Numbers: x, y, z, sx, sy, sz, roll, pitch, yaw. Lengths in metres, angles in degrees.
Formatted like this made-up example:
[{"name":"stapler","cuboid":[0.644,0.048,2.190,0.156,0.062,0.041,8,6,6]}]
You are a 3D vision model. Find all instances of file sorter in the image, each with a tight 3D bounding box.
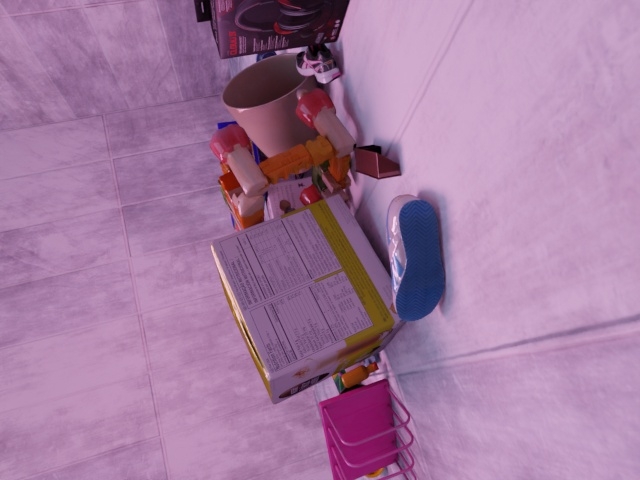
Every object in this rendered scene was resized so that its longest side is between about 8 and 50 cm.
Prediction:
[{"name":"file sorter","cuboid":[0.139,0.567,1.226,0.182,0.202,0.290,-138,36,-65]}]

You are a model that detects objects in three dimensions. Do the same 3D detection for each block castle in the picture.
[{"name":"block castle","cuboid":[-0.095,-0.145,1.169,0.212,0.303,0.453,58,165,22]}]

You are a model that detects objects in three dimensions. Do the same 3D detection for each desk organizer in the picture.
[{"name":"desk organizer","cuboid":[0.108,-0.155,0.899,0.130,0.047,0.050,-135,35,-68]}]

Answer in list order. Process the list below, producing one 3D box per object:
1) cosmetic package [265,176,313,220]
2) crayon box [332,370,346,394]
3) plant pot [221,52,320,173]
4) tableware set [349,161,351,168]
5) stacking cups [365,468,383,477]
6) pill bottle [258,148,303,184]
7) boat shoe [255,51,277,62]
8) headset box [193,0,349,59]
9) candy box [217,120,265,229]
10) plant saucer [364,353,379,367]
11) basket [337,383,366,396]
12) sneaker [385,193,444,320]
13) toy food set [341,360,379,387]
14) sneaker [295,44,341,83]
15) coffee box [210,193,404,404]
[{"name":"cosmetic package","cuboid":[-0.076,-0.110,1.483,0.151,0.184,0.151,157,100,-79]},{"name":"crayon box","cuboid":[0.061,0.404,1.687,0.278,0.081,0.165,-118,19,-52]},{"name":"plant pot","cuboid":[-0.099,-0.329,1.280,0.256,0.257,0.274,-116,1,-45]},{"name":"tableware set","cuboid":[0.043,-0.228,1.187,0.154,0.024,0.104,-158,48,-74]},{"name":"stacking cups","cuboid":[0.155,0.781,1.681,0.316,0.096,0.096,109,146,-74]},{"name":"pill bottle","cuboid":[-0.146,-0.279,1.665,0.301,0.169,0.169,88,163,-45]},{"name":"boat shoe","cuboid":[-0.141,-0.533,1.573,0.089,0.109,0.258,58,176,39]},{"name":"headset box","cuboid":[-0.099,-0.475,0.896,0.218,0.293,0.110,130,125,-75]},{"name":"candy box","cuboid":[-0.263,-0.211,1.547,0.317,0.122,0.268,115,145,-74]},{"name":"plant saucer","cuboid":[0.144,0.348,1.391,0.192,0.018,0.067,105,149,-66]},{"name":"basket","cuboid":[0.115,0.583,1.489,0.227,0.154,0.204,91,177,-65]},{"name":"sneaker","cuboid":[0.160,0.031,0.804,0.092,0.087,0.228,-116,22,-71]},{"name":"toy food set","cuboid":[0.105,0.336,1.360,0.111,0.105,0.232,62,-174,1]},{"name":"sneaker","cuboid":[-0.008,-0.427,1.068,0.178,0.072,0.077,43,157,49]},{"name":"coffee box","cuboid":[-0.039,0.154,1.124,0.338,0.334,0.337,61,163,23]}]
